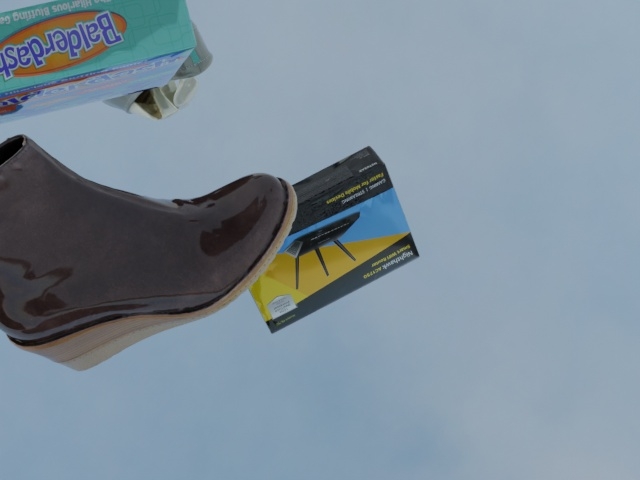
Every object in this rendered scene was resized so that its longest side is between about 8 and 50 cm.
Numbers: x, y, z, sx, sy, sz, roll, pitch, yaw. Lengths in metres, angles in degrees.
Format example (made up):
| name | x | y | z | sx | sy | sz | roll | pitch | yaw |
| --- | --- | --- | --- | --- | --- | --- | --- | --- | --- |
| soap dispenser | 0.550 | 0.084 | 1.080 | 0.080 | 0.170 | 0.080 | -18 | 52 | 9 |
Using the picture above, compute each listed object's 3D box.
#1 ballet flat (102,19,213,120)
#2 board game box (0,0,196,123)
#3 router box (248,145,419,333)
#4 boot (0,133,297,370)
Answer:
| name | x | y | z | sx | sy | sz | roll | pitch | yaw |
| --- | --- | --- | --- | --- | --- | --- | --- | --- | --- |
| ballet flat | -0.152 | -0.143 | 1.252 | 0.072 | 0.213 | 0.068 | -35 | -87 | -22 |
| board game box | -0.170 | -0.112 | 0.861 | 0.160 | 0.210 | 0.047 | -15 | -87 | -10 |
| router box | 0.000 | 0.000 | 1.398 | 0.179 | 0.133 | 0.046 | -28 | -142 | -4 |
| boot | -0.157 | -0.012 | 1.025 | 0.248 | 0.207 | 0.090 | -35 | -135 | 4 |
